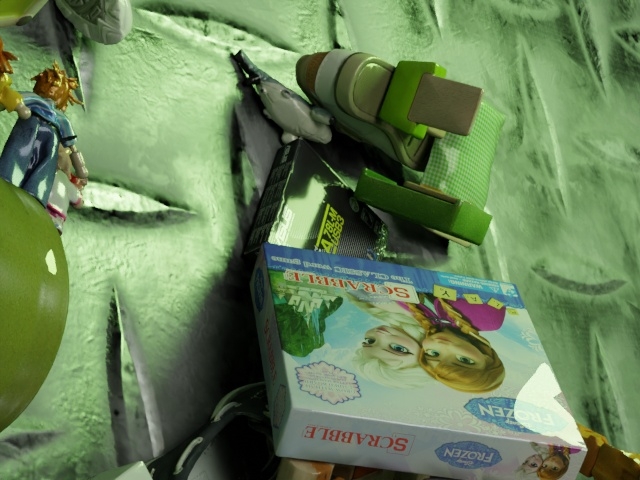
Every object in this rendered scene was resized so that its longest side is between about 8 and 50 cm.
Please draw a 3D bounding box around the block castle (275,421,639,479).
[{"bbox_3d":[0.154,0.327,1.597,0.453,0.303,0.213,-11,123,-48],"label":"block castle"}]

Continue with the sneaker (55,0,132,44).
[{"bbox_3d":[-0.248,-0.328,1.646,0.115,0.090,0.232,-17,86,-57],"label":"sneaker"}]

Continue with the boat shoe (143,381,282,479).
[{"bbox_3d":[-0.081,0.224,1.553,0.302,0.091,0.114,-37,102,-53],"label":"boat shoe"}]

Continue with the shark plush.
[{"bbox_3d":[-0.051,-0.171,1.863,0.161,0.073,0.067,32,24,-10],"label":"shark plush"}]

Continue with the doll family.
[{"bbox_3d":[-0.300,-0.112,1.434,0.263,0.118,0.163,37,45,-34],"label":"doll family"}]

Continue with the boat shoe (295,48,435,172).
[{"bbox_3d":[0.074,-0.178,1.941,0.302,0.103,0.113,35,78,-57],"label":"boat shoe"}]

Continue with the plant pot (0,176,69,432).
[{"bbox_3d":[-0.382,0.021,1.103,0.353,0.366,0.367,28,50,-56],"label":"plant pot"}]

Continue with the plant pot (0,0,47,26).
[{"bbox_3d":[-0.330,-0.316,1.347,0.228,0.227,0.207,-17,75,-50],"label":"plant pot"}]

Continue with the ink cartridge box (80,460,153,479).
[{"bbox_3d":[-0.187,0.329,1.365,0.153,0.086,0.208,-34,98,-54],"label":"ink cartridge box"}]

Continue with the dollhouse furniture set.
[{"bbox_3d":[0.200,-0.096,1.932,0.301,0.151,0.198,20,89,-58],"label":"dollhouse furniture set"}]

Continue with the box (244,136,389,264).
[{"bbox_3d":[0.000,0.000,1.816,0.184,0.045,0.191,47,39,-29],"label":"box"}]

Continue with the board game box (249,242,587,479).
[{"bbox_3d":[0.094,0.131,1.613,0.318,0.066,0.318,9,29,-14],"label":"board game box"}]
